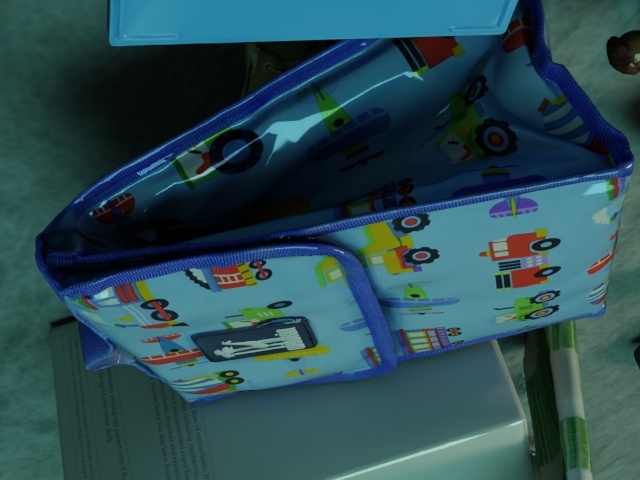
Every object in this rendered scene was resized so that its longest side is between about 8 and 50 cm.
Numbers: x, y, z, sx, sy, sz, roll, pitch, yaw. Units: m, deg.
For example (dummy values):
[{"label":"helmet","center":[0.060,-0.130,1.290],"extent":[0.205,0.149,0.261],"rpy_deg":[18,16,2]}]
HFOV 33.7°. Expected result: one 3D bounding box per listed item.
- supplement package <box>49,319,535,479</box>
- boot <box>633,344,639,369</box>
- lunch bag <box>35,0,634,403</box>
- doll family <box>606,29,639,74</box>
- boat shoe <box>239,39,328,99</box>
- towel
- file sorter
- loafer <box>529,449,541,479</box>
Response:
[{"label":"supplement package","center":[-0.015,0.127,0.751],"extent":[0.293,0.177,0.175],"rpy_deg":[-18,146,3]},{"label":"boot","center":[0.386,0.113,1.008],"extent":[0.190,0.069,0.086],"rpy_deg":[22,138,-32]},{"label":"lunch bag","center":[0.000,0.000,0.577],"extent":[0.293,0.138,0.221],"rpy_deg":[-21,157,4]},{"label":"doll family","center":[0.234,-0.119,0.605],"extent":[0.111,0.076,0.193],"rpy_deg":[-31,139,27]},{"label":"boat shoe","center":[-0.017,-0.089,0.562],"extent":[0.050,0.045,0.135],"rpy_deg":[-8,145,-13]},{"label":"towel","center":[0.173,0.168,0.763],"extent":[0.038,0.325,0.248],"rpy_deg":[-4,146,10]},{"label":"file sorter","center":[-0.003,-0.157,0.418],"extent":[0.170,0.104,0.118],"rpy_deg":[-5,143,-17]},{"label":"loafer","center":[0.151,0.237,1.064],"extent":[0.223,0.076,0.078],"rpy_deg":[5,148,-23]}]
